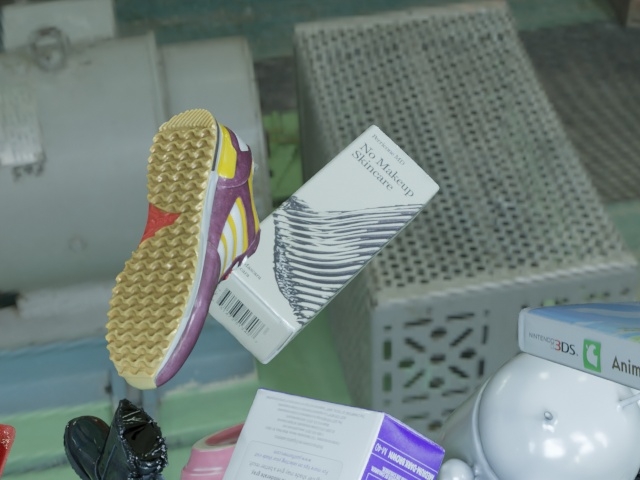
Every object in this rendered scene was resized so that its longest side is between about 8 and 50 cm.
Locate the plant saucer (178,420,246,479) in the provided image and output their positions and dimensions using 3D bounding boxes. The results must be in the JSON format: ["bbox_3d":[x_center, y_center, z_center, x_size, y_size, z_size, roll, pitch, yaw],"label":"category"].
[{"bbox_3d":[-0.075,0.337,2.018,0.332,0.084,0.332,-14,2,0],"label":"plant saucer"}]

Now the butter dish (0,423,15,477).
[{"bbox_3d":[-0.467,0.243,1.506,0.160,0.118,0.160,-1,33,3],"label":"butter dish"}]

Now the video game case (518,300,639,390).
[{"bbox_3d":[0.219,0.045,0.498,0.212,0.023,0.193,-1,6,-21],"label":"video game case"}]

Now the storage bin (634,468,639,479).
[{"bbox_3d":[0.508,0.386,1.746,0.180,0.122,0.084,28,34,22],"label":"storage bin"}]

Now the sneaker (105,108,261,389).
[{"bbox_3d":[-0.076,0.013,0.799,0.070,0.084,0.185,-1,66,34],"label":"sneaker"}]

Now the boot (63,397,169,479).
[{"bbox_3d":[-0.164,0.165,1.003,0.045,0.099,0.121,-8,49,-32],"label":"boot"}]

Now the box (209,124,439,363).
[{"bbox_3d":[0.000,0.000,1.340,0.113,0.094,0.275,43,54,3],"label":"box"}]

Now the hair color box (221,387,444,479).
[{"bbox_3d":[-0.031,0.322,1.182,0.185,0.110,0.338,4,64,48],"label":"hair color box"}]

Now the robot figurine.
[{"bbox_3d":[0.258,0.251,1.510,0.300,0.353,0.199,-21,72,-23],"label":"robot figurine"}]
